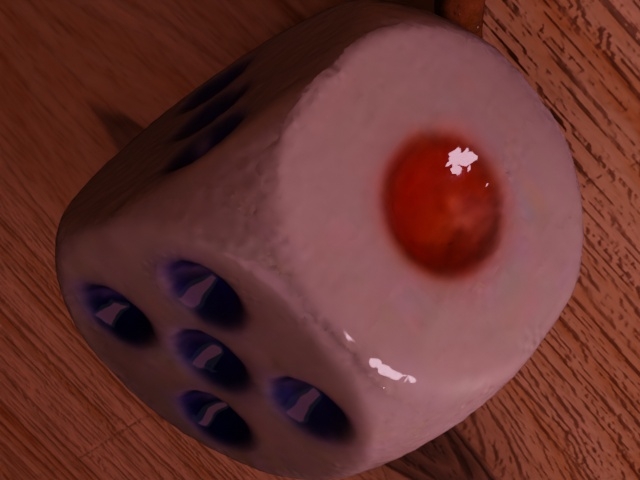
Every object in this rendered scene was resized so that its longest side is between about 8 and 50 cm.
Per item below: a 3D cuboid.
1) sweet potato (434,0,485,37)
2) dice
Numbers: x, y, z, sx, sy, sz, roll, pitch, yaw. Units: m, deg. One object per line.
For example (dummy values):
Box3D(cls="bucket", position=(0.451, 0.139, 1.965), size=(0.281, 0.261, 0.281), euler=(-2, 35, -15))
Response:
Box3D(cls="sweet potato", position=(0.092, -0.184, 0.930), size=(0.044, 0.044, 0.179), euler=(12, 131, 26))
Box3D(cls="dice", position=(0.000, 0.000, 0.956), size=(0.251, 0.259, 0.243), euler=(-15, 119, 50))
